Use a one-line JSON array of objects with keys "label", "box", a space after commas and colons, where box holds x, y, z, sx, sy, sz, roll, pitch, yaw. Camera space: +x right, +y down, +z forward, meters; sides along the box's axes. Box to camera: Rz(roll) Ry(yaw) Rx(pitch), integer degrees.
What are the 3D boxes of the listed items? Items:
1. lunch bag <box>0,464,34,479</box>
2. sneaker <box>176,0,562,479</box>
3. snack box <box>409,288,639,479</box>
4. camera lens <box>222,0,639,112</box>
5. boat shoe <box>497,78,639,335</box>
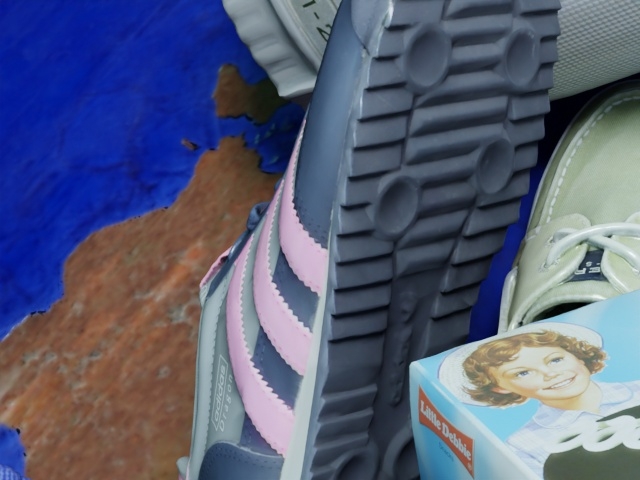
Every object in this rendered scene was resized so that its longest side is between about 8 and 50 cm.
[{"label": "lunch bag", "box": [-0.108, 0.311, 0.418, 0.328, 0.239, 0.385, 38, 89, 38]}, {"label": "sneaker", "box": [0.000, 0.000, 0.583, 0.131, 0.112, 0.319, 29, 110, 44]}, {"label": "snack box", "box": [0.214, 0.057, 0.469, 0.322, 0.060, 0.187, -16, 27, -19]}, {"label": "camera lens", "box": [0.106, -0.178, 0.648, 0.274, 0.219, 0.219, -17, 47, 39]}, {"label": "boat shoe", "box": [0.127, 0.040, 0.601, 0.109, 0.094, 0.302, 0, 56, 22]}]
